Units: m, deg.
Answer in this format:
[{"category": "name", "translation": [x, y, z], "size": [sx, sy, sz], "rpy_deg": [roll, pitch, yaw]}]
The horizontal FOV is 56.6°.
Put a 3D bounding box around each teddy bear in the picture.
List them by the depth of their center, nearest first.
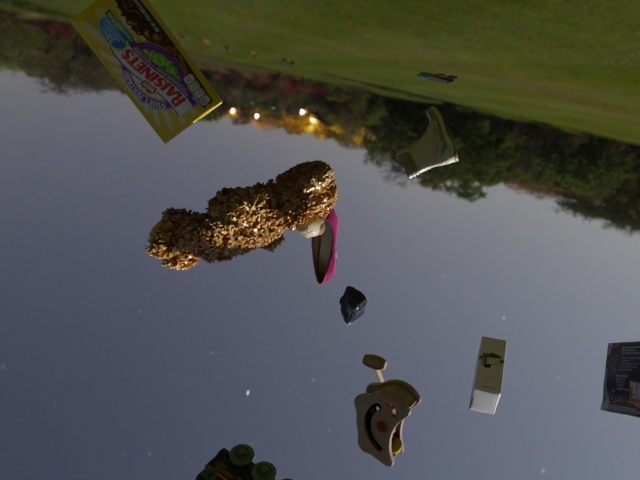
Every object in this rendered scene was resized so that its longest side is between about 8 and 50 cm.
[{"category": "teddy bear", "translation": [-0.124, -0.022, 1.002], "size": [0.338, 0.245, 0.113], "rpy_deg": [-14, -113, -16]}]

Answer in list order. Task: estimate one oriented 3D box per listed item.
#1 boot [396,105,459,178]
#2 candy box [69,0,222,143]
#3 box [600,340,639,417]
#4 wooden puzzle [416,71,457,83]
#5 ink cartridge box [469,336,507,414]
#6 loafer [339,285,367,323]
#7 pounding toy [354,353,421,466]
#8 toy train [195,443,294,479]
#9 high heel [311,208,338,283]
[{"category": "boot", "translation": [0.300, -0.290, 1.753], "size": [0.077, 0.165, 0.213], "rpy_deg": [49, -157, -53]}, {"category": "candy box", "translation": [-0.242, -0.250, 0.840], "size": [0.206, 0.105, 0.027], "rpy_deg": [53, -173, -16]}, {"category": "box", "translation": [0.677, 0.274, 1.093], "size": [0.247, 0.142, 0.163], "rpy_deg": [12, 170, 3]}, {"category": "wooden puzzle", "translation": [0.166, -0.236, 0.861], "size": [0.049, 0.006, 0.083], "rpy_deg": [9, -169, 0]}, {"category": "ink cartridge box", "translation": [0.594, 0.475, 2.105], "size": [0.093, 0.160, 0.219], "rpy_deg": [10, -131, 14]}, {"category": "loafer", "translation": [0.099, 0.205, 1.891], "size": [0.076, 0.223, 0.078], "rpy_deg": [-33, -109, -17]}, {"category": "pounding toy", "translation": [0.191, 0.427, 1.541], "size": [0.154, 0.269, 0.155], "rpy_deg": [5, -162, 33]}, {"category": "toy train", "translation": [-0.202, 0.729, 1.698], "size": [0.334, 0.142, 0.190], "rpy_deg": [27, -143, 27]}, {"category": "high heel", "translation": [0.000, 0.000, 1.673], "size": [0.082, 0.244, 0.117], "rpy_deg": [6, -147, 16]}]
